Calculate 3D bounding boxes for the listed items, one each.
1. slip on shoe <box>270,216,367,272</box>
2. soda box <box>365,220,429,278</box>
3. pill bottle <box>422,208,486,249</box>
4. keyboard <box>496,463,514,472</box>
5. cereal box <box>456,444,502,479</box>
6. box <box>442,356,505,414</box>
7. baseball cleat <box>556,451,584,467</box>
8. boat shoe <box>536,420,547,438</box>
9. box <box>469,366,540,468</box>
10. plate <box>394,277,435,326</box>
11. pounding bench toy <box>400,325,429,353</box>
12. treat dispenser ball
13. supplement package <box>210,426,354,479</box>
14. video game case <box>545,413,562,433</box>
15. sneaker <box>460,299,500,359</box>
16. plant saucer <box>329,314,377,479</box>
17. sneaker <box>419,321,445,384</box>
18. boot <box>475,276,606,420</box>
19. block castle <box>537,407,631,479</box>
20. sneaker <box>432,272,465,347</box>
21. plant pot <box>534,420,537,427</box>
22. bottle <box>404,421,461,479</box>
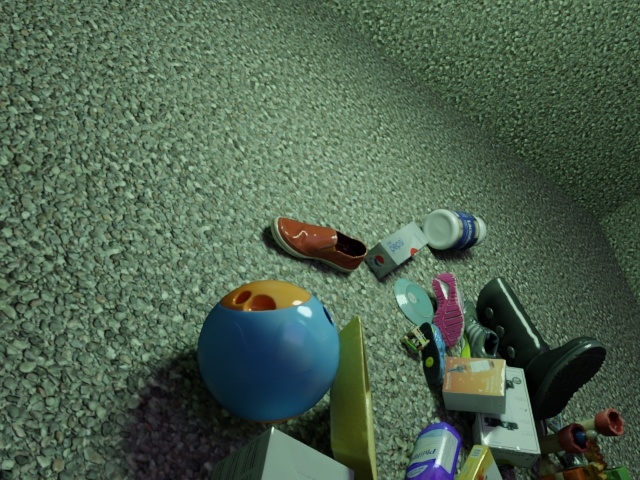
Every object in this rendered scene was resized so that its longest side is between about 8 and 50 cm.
[{"bbox_3d":[0.000,0.000,1.724,0.331,0.101,0.123,22,44,-32],"label":"slip on shoe"},{"bbox_3d":[0.258,0.027,1.995,0.098,0.091,0.286,54,34,7],"label":"soda box"},{"bbox_3d":[0.525,-0.039,2.307,0.265,0.153,0.153,1,56,-48],"label":"pill bottle"},{"bbox_3d":[0.483,0.696,1.609,0.317,0.033,0.201,17,67,-40],"label":"keyboard"},{"bbox_3d":[0.407,0.658,1.475,0.173,0.047,0.240,-44,115,-43],"label":"cereal box"},{"bbox_3d":[0.448,0.418,1.726,0.130,0.170,0.091,-71,152,-45],"label":"box"},{"bbox_3d":[0.830,0.742,1.973,0.109,0.072,0.206,23,37,-9],"label":"baseball cleat"},{"bbox_3d":[0.694,0.543,1.982,0.079,0.095,0.254,10,40,-29],"label":"boat shoe"},{"bbox_3d":[0.531,0.512,1.765,0.169,0.087,0.290,7,41,-1],"label":"box"},{"bbox_3d":[0.315,0.200,1.951,0.188,0.024,0.188,29,39,-27],"label":"plate"},{"bbox_3d":[0.277,0.305,1.777,0.065,0.052,0.083,55,34,9],"label":"pounding bench toy"},{"bbox_3d":[-0.105,0.223,1.214,0.288,0.288,0.288,29,38,-26],"label":"treat dispenser ball"},{"bbox_3d":[-0.081,0.475,1.070,0.194,0.203,0.149,35,37,-19],"label":"supplement package"},{"bbox_3d":[0.792,0.561,2.133,0.183,0.023,0.201,41,34,-12],"label":"video game case"},{"bbox_3d":[0.531,0.319,1.988,0.111,0.121,0.300,28,39,-29],"label":"sneaker"},{"bbox_3d":[0.072,0.391,1.311,0.333,0.081,0.333,80,6,-45],"label":"plant saucer"},{"bbox_3d":[0.355,0.346,1.811,0.082,0.069,0.209,30,37,-29],"label":"sneaker"},{"bbox_3d":[0.676,0.287,1.914,0.146,0.367,0.445,3,42,-19],"label":"boot"},{"bbox_3d":[0.861,0.754,1.769,0.303,0.213,0.453,-2,66,-36],"label":"block castle"},{"bbox_3d":[0.435,0.239,1.975,0.111,0.103,0.252,48,40,-49],"label":"sneaker"},{"bbox_3d":[0.633,0.571,1.903,0.079,0.083,0.083,12,47,-25],"label":"plant pot"},{"bbox_3d":[0.264,0.570,1.442,0.092,0.118,0.283,47,34,-5],"label":"bottle"}]
